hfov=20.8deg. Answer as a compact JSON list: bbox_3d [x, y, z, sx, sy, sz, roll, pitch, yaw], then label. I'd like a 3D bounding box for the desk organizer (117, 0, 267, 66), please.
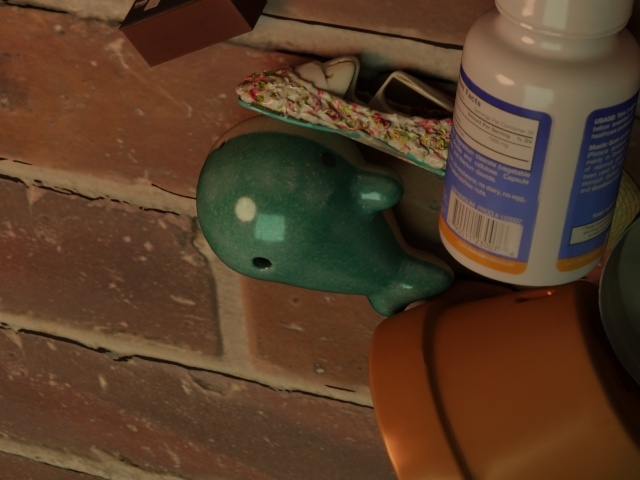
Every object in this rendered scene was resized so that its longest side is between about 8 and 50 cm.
[{"bbox_3d":[-0.118,-0.208,1.609,0.130,0.047,0.050,-14,127,35],"label":"desk organizer"}]

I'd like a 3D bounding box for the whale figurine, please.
[{"bbox_3d":[0.000,0.000,1.690,0.272,0.141,0.216,40,137,-22],"label":"whale figurine"}]

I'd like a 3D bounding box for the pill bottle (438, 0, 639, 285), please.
[{"bbox_3d":[0.189,-0.110,1.473,0.152,0.152,0.272,14,124,12],"label":"pill bottle"}]

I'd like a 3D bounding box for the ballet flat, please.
[{"bbox_3d":[0.044,-0.127,1.605,0.241,0.091,0.077,19,107,1],"label":"ballet flat"}]

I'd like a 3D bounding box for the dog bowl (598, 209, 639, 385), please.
[{"bbox_3d":[0.433,0.044,1.565,0.349,0.102,0.348,13,137,13],"label":"dog bowl"}]

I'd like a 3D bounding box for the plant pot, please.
[{"bbox_3d":[0.207,0.168,1.683,0.203,0.291,0.291,-26,119,23],"label":"plant pot"}]

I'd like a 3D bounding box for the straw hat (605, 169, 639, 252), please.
[{"bbox_3d":[0.227,-0.015,1.630,0.145,0.061,0.144,13,136,13],"label":"straw hat"}]
